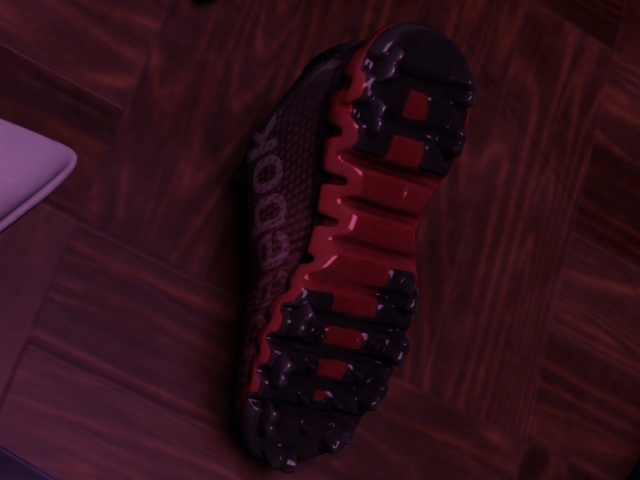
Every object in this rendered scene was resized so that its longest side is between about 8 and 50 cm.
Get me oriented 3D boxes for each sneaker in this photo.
[{"bbox_3d":[0.000,0.000,0.851,0.097,0.135,0.276,18,88,-36],"label":"sneaker"}]

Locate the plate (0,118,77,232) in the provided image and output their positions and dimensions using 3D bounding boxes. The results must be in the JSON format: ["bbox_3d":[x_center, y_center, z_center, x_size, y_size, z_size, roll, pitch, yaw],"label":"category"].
[{"bbox_3d":[-0.293,-0.013,0.624,0.278,0.045,0.277,21,34,9],"label":"plate"}]

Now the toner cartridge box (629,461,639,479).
[{"bbox_3d":[0.257,0.247,0.915,0.165,0.075,0.348,45,58,-10],"label":"toner cartridge box"}]

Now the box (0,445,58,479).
[{"bbox_3d":[-0.161,0.263,0.594,0.296,0.183,0.294,32,59,-4],"label":"box"}]
